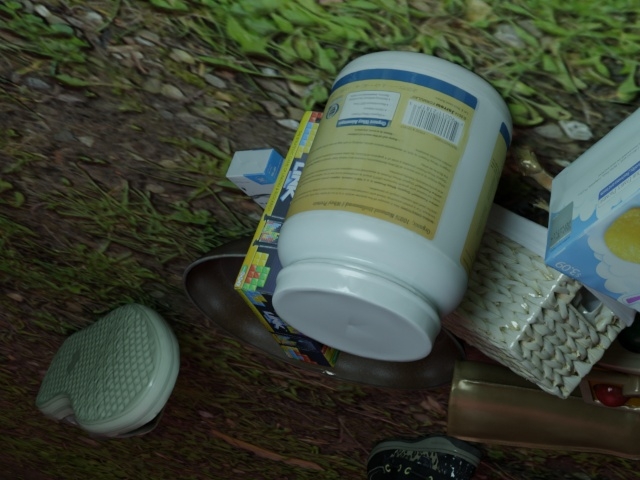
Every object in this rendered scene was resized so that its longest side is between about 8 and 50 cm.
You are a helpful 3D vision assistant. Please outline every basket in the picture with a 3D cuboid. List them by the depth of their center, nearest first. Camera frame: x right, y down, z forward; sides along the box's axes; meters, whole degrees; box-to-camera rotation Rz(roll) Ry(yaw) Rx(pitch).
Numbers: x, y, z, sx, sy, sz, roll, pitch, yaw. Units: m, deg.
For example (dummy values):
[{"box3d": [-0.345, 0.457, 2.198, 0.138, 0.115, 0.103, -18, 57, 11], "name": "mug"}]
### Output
[{"box3d": [0.158, 0.043, 1.243, 0.167, 0.103, 0.113, 30, 172, 47], "name": "basket"}]

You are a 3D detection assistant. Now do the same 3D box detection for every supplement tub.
[{"box3d": [0.052, -0.025, 1.118, 0.144, 0.199, 0.144, 17, 157, 7], "name": "supplement tub"}]

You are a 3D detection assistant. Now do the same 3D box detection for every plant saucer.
[{"box3d": [0.009, 0.072, 1.568, 0.311, 0.050, 0.310, 16, 158, 7], "name": "plant saucer"}]

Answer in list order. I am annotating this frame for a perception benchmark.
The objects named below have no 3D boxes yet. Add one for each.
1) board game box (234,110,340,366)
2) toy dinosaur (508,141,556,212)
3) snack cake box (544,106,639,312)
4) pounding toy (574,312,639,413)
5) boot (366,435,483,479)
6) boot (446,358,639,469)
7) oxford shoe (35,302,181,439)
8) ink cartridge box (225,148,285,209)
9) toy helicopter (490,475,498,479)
[{"box3d": [0.000, 0.000, 1.254, 0.048, 0.170, 0.141, 11, 157, 24], "name": "board game box"}, {"box3d": [0.230, -0.026, 1.166, 0.183, 0.053, 0.092, 13, 155, 15], "name": "toy dinosaur"}, {"box3d": [0.314, 0.006, 1.085, 0.264, 0.089, 0.152, 26, 140, -17], "name": "snack cake box"}, {"box3d": [0.284, 0.114, 1.379, 0.130, 0.100, 0.141, 9, 156, 21], "name": "pounding toy"}, {"box3d": [0.111, 0.353, 1.955, 0.085, 0.178, 0.236, 28, 155, -20], "name": "boot"}, {"box3d": [0.267, 0.199, 1.556, 0.270, 0.089, 0.236, 5, 146, 7], "name": "boot"}, {"box3d": [-0.239, 0.178, 1.861, 0.130, 0.169, 0.449, 30, 163, -16], "name": "oxford shoe"}, {"box3d": [-0.040, -0.049, 1.358, 0.048, 0.028, 0.083, -1, 150, 41], "name": "ink cartridge box"}, {"box3d": [0.264, 0.390, 1.985, 0.235, 0.140, 0.355, 32, 157, -23], "name": "toy helicopter"}]
